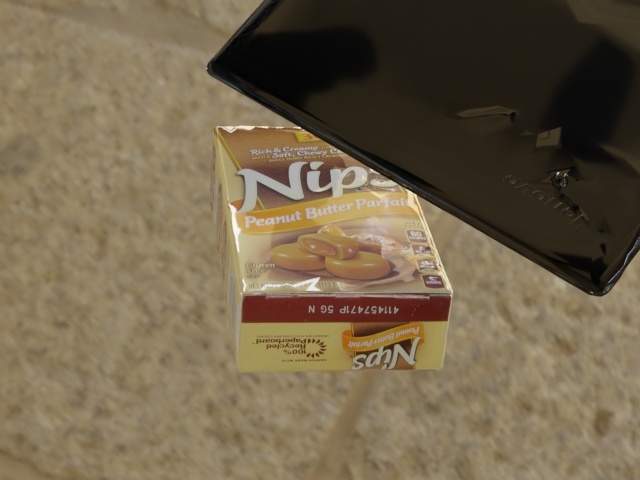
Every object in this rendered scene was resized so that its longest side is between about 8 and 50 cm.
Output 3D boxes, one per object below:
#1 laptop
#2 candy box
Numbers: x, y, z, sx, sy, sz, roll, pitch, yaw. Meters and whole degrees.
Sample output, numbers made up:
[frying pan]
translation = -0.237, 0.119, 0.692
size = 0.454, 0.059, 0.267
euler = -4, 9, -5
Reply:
[laptop]
translation = 0.192, -0.151, 1.405
size = 0.382, 0.408, 0.236
euler = 32, 104, 23
[candy box]
translation = 0.000, 0.000, 1.511
size = 0.183, 0.087, 0.316
euler = 1, 31, -9
